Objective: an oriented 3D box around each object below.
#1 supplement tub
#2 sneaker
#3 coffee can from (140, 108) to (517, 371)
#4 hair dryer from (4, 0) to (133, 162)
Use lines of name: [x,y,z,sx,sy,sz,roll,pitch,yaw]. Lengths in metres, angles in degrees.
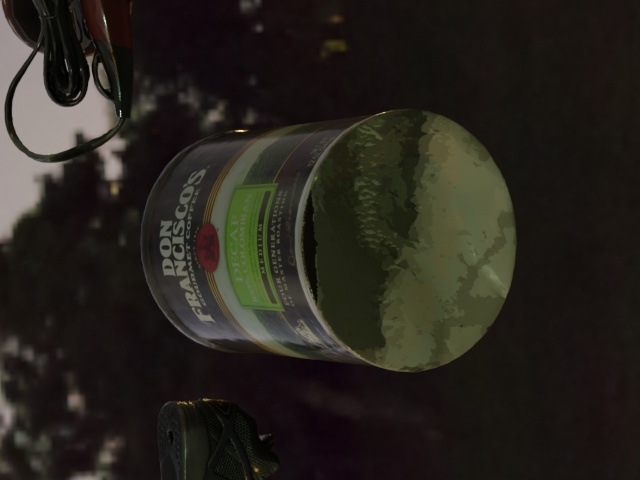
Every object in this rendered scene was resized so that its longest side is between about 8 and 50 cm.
supplement tub: [-0.208,-0.234,1.275,0.198,0.106,0.106,-105,10,-57]
sneaker: [-0.105,0.278,1.662,0.087,0.130,0.227,12,103,59]
coffee can: [0.000,0.000,1.289,0.275,0.201,0.201,-1,92,58]
hair dryer: [-0.163,-0.222,1.090,0.223,0.293,0.080,46,177,-25]
